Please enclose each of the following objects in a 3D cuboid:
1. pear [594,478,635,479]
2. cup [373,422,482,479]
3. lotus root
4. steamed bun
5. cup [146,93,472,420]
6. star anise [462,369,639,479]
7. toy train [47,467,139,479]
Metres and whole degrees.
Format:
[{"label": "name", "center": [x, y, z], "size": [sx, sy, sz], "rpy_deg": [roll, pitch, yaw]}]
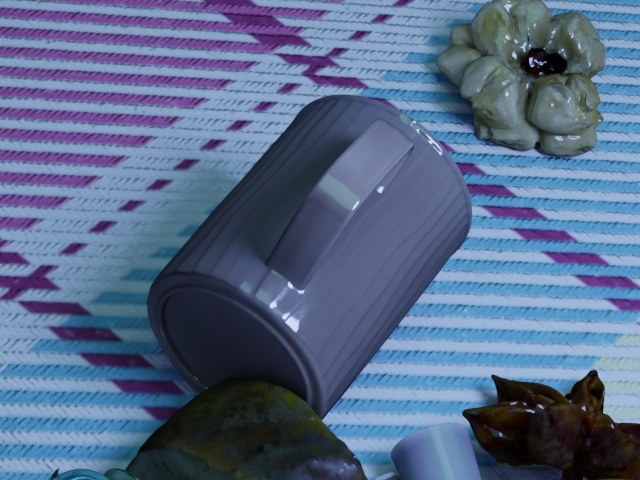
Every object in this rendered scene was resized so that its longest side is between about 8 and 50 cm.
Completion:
[{"label": "pear", "center": [0.312, 0.332, 1.502], "size": [0.285, 0.285, 0.336], "rpy_deg": [-6, 59, -18]}, {"label": "cup", "center": [0.101, 0.235, 1.677], "size": [0.104, 0.074, 0.116], "rpy_deg": [-19, 60, 3]}, {"label": "lotus root", "center": [-0.057, 0.217, 1.618], "size": [0.235, 0.138, 0.119], "rpy_deg": [35, 43, 22]}, {"label": "steamed bun", "center": [0.226, -0.193, 2.017], "size": [0.192, 0.106, 0.177], "rpy_deg": [10, 49, -3]}, {"label": "cup", "center": [0.011, 0.014, 1.697], "size": [0.208, 0.288, 0.273], "rpy_deg": [52, 54, -17]}, {"label": "star anise", "center": [0.234, 0.185, 1.708], "size": [0.196, 0.111, 0.212], "rpy_deg": [24, 19, -36]}, {"label": "toy train", "center": [-0.200, 0.326, 1.502], "size": [0.194, 0.120, 0.298], "rpy_deg": [33, 52, 5]}]
